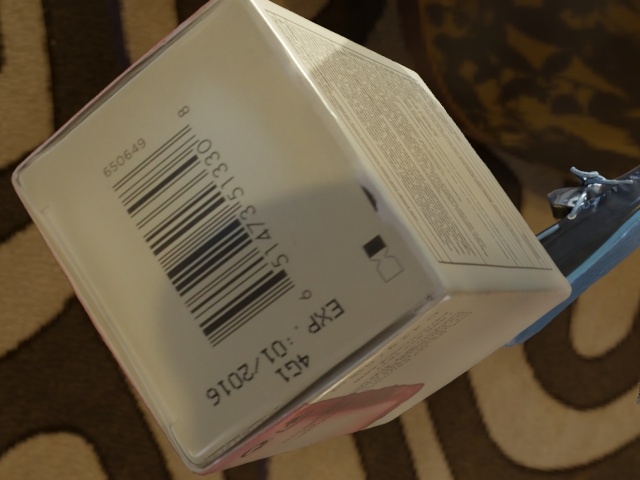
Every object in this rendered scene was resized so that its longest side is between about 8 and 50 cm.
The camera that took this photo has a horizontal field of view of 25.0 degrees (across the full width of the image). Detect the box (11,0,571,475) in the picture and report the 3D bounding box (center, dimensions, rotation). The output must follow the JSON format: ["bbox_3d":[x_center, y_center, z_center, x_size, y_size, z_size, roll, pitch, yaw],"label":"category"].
[{"bbox_3d":[0.000,0.000,0.642,0.148,0.127,0.232,56,16,14],"label":"box"}]

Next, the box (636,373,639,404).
[{"bbox_3d":[0.197,-0.113,0.673,0.293,0.073,0.295,-55,145,-65],"label":"box"}]

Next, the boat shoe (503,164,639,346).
[{"bbox_3d":[0.231,-0.015,1.295,0.258,0.089,0.109,-38,159,-4],"label":"boat shoe"}]
